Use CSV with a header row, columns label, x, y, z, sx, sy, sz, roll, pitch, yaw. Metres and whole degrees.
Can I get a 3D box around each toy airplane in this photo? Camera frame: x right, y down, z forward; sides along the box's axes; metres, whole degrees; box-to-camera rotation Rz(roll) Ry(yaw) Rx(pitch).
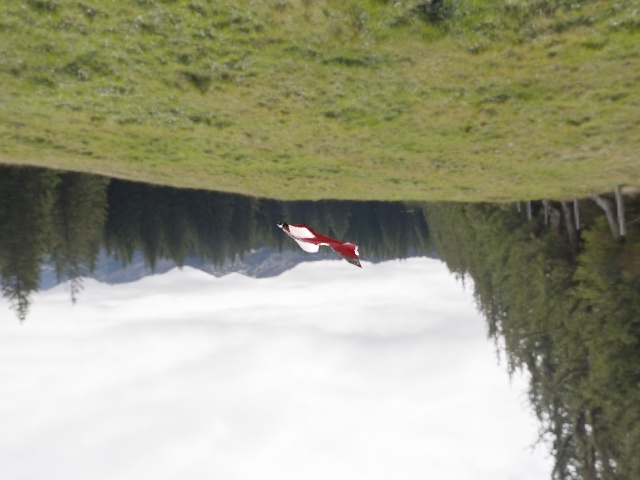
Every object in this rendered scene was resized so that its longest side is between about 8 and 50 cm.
label,x,y,z,sx,sy,sz,roll,pitch,yaw
toy airplane,0.000,0.000,0.740,0.151,0.028,0.151,25,169,5
